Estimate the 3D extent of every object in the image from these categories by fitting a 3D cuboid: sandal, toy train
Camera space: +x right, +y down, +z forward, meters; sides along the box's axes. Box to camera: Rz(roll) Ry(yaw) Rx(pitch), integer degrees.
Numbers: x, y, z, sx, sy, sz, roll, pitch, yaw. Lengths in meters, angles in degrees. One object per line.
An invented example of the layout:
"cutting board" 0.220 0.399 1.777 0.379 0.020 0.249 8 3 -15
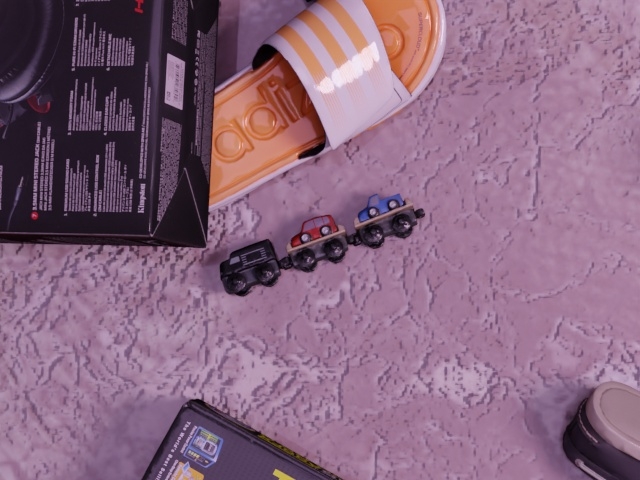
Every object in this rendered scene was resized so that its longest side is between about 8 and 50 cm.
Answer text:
"sandal" -0.019 -0.099 1.164 0.265 0.076 0.102 -36 95 2
"toy train" 0.000 0.000 1.187 0.158 0.027 0.036 -20 74 2

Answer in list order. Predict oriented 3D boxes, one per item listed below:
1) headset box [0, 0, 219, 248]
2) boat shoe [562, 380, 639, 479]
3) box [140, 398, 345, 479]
"headset box" -0.228 -0.107 1.145 0.293 0.110 0.218 1 85 17
"boat shoe" 0.264 0.182 1.151 0.206 0.075 0.065 36 131 0
"box" -0.064 0.280 1.151 0.216 0.060 0.270 29 88 6
